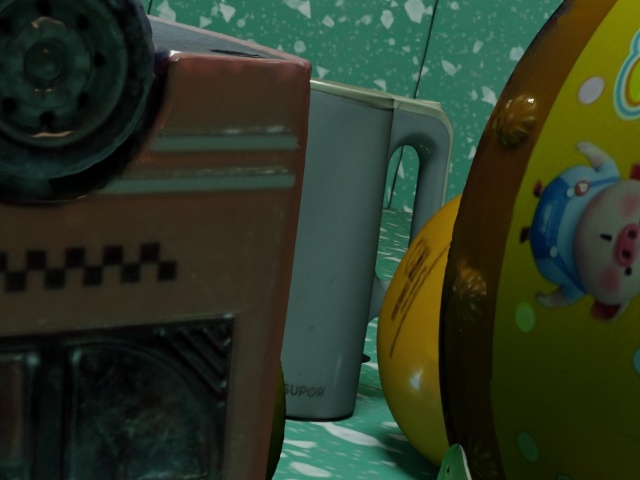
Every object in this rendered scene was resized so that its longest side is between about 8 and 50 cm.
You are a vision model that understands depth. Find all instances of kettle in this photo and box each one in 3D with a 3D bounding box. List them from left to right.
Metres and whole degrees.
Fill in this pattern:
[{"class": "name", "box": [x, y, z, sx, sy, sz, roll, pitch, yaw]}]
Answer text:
[{"class": "kettle", "box": [0.000, 0.000, 1.281, 0.211, 0.243, 0.160, 11, 7, -25]}]

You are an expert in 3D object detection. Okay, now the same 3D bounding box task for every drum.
[{"class": "drum", "box": [0.279, 0.031, 0.828, 0.431, 0.431, 0.214, 8, 9, -37]}]

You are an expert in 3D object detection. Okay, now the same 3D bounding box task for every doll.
[{"class": "doll", "box": [0.162, 0.076, 1.161, 0.236, 0.213, 0.213, 24, 4, -14]}]

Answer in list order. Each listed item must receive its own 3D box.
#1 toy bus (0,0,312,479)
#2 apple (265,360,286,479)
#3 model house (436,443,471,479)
[{"class": "toy bus", "box": [-0.230, 0.009, 0.550, 0.427, 0.233, 0.203, -3, 14, -27]}, {"class": "apple", "box": [-0.107, 0.070, 0.836, 0.196, 0.157, 0.196, 17, 22, -7]}, {"class": "model house", "box": [0.088, 0.163, 0.693, 0.088, 0.117, 0.167, 16, 4, -5]}]
